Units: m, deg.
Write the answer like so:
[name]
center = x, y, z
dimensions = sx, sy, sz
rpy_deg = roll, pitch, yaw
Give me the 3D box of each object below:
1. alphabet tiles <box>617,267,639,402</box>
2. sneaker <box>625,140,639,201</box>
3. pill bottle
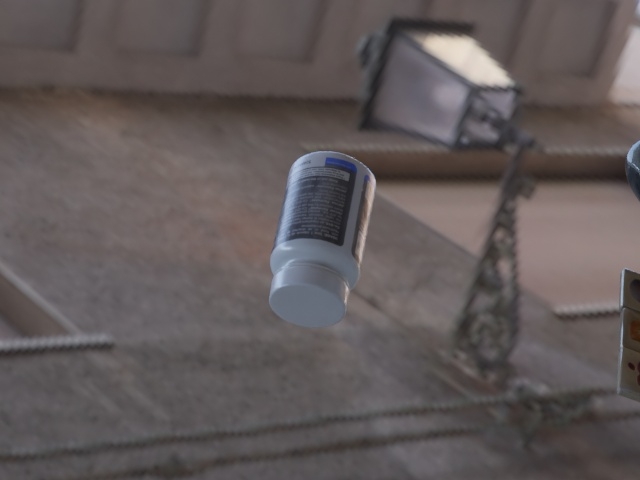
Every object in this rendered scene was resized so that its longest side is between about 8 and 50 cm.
[alphabet tiles]
center = 0.424, 0.136, 1.726
dimensions = 0.342, 0.285, 0.011
rpy_deg = 20, -52, -4
[sneaker]
center = 0.374, 0.003, 1.916
dimensions = 0.267, 0.106, 0.101
rpy_deg = 45, -120, -24
[pill bottle]
center = 0.000, 0.000, 1.639
dimensions = 0.078, 0.078, 0.137
rpy_deg = 55, -143, -45
